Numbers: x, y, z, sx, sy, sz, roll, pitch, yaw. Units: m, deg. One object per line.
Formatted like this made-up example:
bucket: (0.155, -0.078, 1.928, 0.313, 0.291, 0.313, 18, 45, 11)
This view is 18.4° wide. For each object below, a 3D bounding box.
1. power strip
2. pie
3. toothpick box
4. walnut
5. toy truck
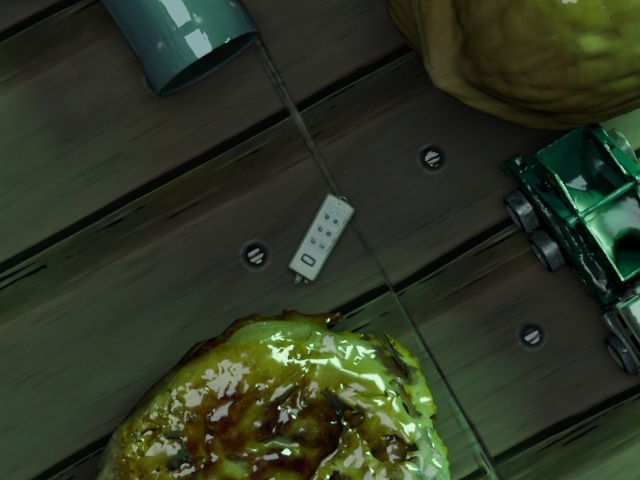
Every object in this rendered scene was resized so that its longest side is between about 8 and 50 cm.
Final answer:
power strip: (0.000, 0.000, 1.617, 0.027, 0.017, 0.083, 28, 84, 3)
pie: (-0.025, 0.202, 1.566, 0.308, 0.085, 0.308, 0, 85, -2)
toothpick box: (-0.130, -0.205, 1.591, 0.101, 0.101, 0.153, -32, 88, -3)
walnut: (0.199, -0.233, 1.499, 0.333, 0.333, 0.333, 0, 85, -1)
toy truck: (0.238, 0.004, 1.569, 0.110, 0.116, 0.216, -32, 86, -3)
